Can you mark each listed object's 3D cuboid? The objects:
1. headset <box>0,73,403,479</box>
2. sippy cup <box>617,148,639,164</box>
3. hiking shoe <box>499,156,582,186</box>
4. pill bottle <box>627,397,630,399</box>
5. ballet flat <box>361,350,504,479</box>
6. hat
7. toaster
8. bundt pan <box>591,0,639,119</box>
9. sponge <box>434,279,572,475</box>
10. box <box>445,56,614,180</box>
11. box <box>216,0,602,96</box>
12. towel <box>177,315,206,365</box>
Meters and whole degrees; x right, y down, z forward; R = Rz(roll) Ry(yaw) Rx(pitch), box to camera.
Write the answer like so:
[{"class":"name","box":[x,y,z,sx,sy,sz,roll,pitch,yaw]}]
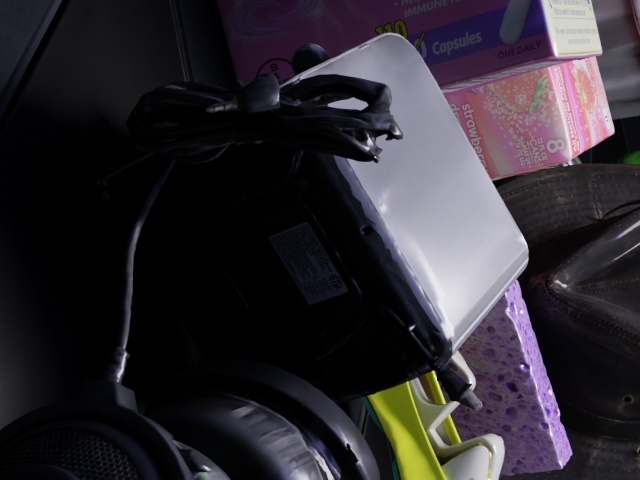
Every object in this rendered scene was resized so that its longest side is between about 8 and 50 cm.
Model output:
[{"class":"headset","box":[-0.044,0.127,0.591,0.243,0.185,0.394,-8,97,-63]},{"class":"sippy cup","box":[0.389,0.057,1.436,0.224,0.240,0.305,-74,-178,-60]},{"class":"hiking shoe","box":[0.211,0.002,1.243,0.114,0.086,0.226,-35,110,-65]},{"class":"pill bottle","box":[0.230,0.168,1.109,0.162,0.162,0.278,20,66,-59]},{"class":"ballet flat","box":[0.076,0.126,0.878,0.077,0.077,0.231,14,50,-66]},{"class":"hat","box":[0.234,0.055,0.991,0.134,0.331,0.331,92,-3,-68]},{"class":"toaster","box":[0.000,0.000,0.699,0.110,0.168,0.185,-40,102,-43]},{"class":"bundt pan","box":[0.227,-0.257,1.292,0.331,0.124,0.330,-18,90,-79]},{"class":"sponge","box":[0.094,0.074,0.952,0.031,0.117,0.210,-39,113,-58]},{"class":"box","box":[0.125,-0.204,1.103,0.154,0.142,0.300,-26,102,-62]},{"class":"box","box":[0.042,-0.208,0.866,0.117,0.214,0.243,-17,94,-63]},{"class":"towel","box":[-0.036,0.063,0.806,0.148,0.027,0.110,-13,91,-63]}]
